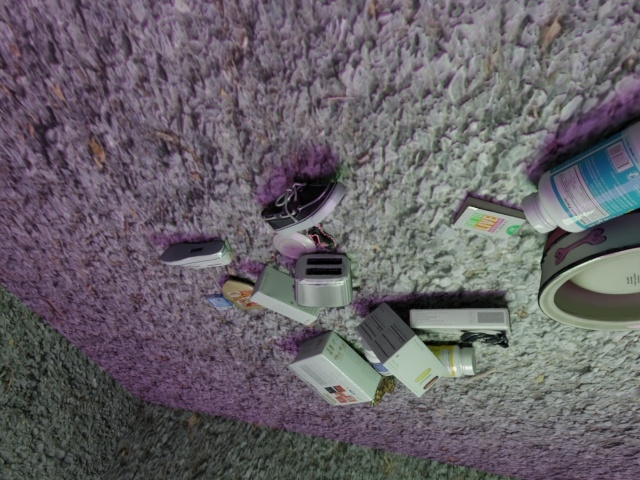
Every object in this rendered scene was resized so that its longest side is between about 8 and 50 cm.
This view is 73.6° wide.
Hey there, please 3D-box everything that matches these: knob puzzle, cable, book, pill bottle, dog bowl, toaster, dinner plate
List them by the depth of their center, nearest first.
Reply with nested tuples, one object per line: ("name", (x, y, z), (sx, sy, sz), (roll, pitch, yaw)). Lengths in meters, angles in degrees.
("pill bottle", (0.550, -0.109, 0.857), (0.146, 0.146, 0.264), (32, 140, -21))
("dog bowl", (0.711, 0.061, 0.980), (0.409, 0.150, 0.407), (6, 146, 4))
("book", (0.419, -0.052, 1.072), (0.145, 0.035, 0.096), (14, 146, 0))
("dinner plate", (-0.083, 0.021, 1.350), (0.141, 0.017, 0.141), (11, 142, 9))
("toaster", (0.017, 0.127, 1.354), (0.227, 0.129, 0.146), (1, 139, 6))
("cable", (0.552, 0.337, 1.442), (0.151, 0.047, 0.184), (-4, 164, 24))
("pill bottle", (0.471, 0.455, 1.618), (0.209, 0.119, 0.119), (-7, 137, 26))
("knob puzzle", (-0.291, 0.199, 1.635), (0.214, 0.029, 0.213), (10, 143, 8))
("pill bottle", (0.238, 0.445, 1.692), (0.112, 0.111, 0.186), (-8, 137, 28))

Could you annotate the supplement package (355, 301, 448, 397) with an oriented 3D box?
("supplement package", (0.282, 0.378, 1.487), (0.145, 0.204, 0.262), (-44, 124, 0))

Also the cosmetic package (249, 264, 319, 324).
("cosmetic package", (-0.116, 0.193, 1.497), (0.231, 0.117, 0.085), (26, 141, -16))

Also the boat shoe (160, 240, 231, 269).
("boat shoe", (-0.425, 0.063, 1.458), (0.259, 0.095, 0.084), (-2, 135, 24))

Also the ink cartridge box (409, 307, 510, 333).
("ink cartridge box", (0.475, 0.273, 1.433), (0.297, 0.066, 0.261), (-5, 163, 25))

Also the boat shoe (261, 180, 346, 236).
("boat shoe", (-0.057, -0.098, 1.116), (0.105, 0.113, 0.306), (40, 152, -20))

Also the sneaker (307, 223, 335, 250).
("sneaker", (0.000, 0.000, 1.261), (0.047, 0.057, 0.119), (-19, 132, 34))

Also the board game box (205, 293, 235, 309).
("board game box", (-0.408, 0.253, 1.752), (0.090, 0.020, 0.090), (-7, 137, 29))

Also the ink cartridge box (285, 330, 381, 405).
("ink cartridge box", (0.049, 0.558, 1.836), (0.309, 0.130, 0.272), (45, 136, -13))

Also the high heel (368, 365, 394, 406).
("high heel", (0.270, 0.697, 1.937), (0.093, 0.186, 0.261), (-8, 137, 26))
